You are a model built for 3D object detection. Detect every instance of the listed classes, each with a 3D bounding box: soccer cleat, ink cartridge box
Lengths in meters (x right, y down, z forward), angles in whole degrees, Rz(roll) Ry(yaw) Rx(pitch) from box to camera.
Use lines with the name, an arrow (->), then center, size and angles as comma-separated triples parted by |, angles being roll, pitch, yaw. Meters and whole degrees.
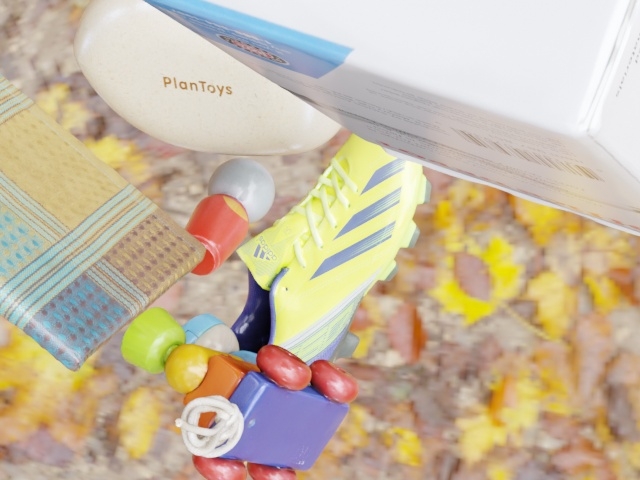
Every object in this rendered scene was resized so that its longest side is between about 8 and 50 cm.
soccer cleat -> 0.000, 0.001, 1.460 | 0.121, 0.093, 0.289 | 16, 115, -19
ink cartridge box -> 0.082, -0.105, 0.844 | 0.307, 0.223, 0.129 | 24, 86, -66

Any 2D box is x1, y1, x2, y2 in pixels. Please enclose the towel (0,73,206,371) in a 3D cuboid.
towel -> -0.292, -0.056, 1.518 | 0.370, 0.040, 0.271 | 40, 28, 3

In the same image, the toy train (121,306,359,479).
toy train -> -0.087, 0.097, 1.271 | 0.105, 0.143, 0.248 | -57, 154, 4

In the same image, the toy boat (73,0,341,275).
toy boat -> -0.094, -0.125, 1.658 | 0.148, 0.267, 0.318 | -58, 156, -48
